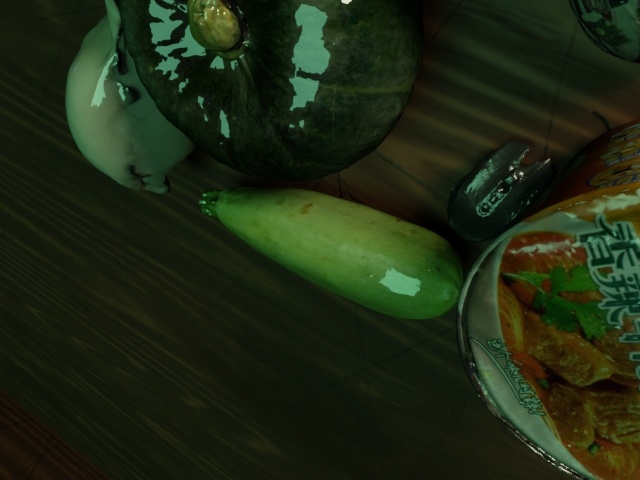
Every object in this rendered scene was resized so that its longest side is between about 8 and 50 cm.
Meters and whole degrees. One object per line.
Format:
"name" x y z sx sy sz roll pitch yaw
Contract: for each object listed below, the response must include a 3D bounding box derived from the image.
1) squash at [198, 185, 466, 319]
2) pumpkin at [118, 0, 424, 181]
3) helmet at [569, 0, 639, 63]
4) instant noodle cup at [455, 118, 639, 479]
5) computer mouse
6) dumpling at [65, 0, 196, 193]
"squash" 0.005 -0.002 0.661 0.370 0.118 0.118 20 130 28
"pumpkin" -0.048 -0.197 0.493 0.300 0.207 0.300 13 121 21
"helmet" 0.243 -0.201 0.354 0.153 0.107 0.177 -8 114 36
"instant noodle cup" 0.283 0.039 0.415 0.296 0.214 0.296 19 129 25
"computer mouse" 0.182 -0.043 0.550 0.079 0.047 0.135 40 133 4
"dumpling" -0.234 -0.201 0.673 0.243 0.175 0.227 -47 47 33
